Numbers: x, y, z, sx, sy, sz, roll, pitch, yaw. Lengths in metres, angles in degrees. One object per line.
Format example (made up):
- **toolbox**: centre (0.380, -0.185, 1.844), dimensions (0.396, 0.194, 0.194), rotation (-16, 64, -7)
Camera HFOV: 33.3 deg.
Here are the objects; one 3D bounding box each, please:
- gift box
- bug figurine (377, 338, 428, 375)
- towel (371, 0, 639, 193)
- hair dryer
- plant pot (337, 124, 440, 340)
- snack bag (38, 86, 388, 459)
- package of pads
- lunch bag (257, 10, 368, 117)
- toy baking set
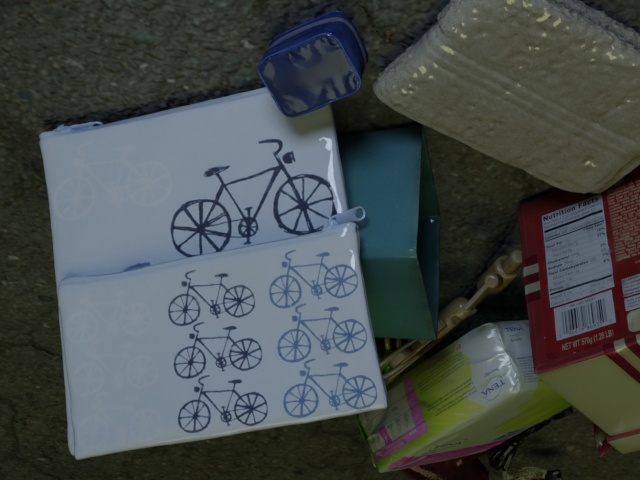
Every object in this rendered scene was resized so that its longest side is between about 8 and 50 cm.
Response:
- **gift box**: centre (0.366, 0.091, 1.146), dimensions (0.255, 0.276, 0.258), rotation (-19, 141, 34)
- **bug figurine**: centre (0.023, 0.131, 1.379), dimensions (0.216, 0.072, 0.279), rotation (-7, 142, 13)
- **towel**: centre (0.215, -0.146, 1.014), dimensions (0.282, 0.049, 0.187), rotation (22, 138, -24)
- **hair dryer**: centre (0.233, 0.312, 1.639), dimensions (0.293, 0.080, 0.223), rotation (-7, 127, 3)
- **plant pot**: centre (0.000, 0.000, 1.129), dimensions (0.234, 0.165, 0.165), rotation (-3, 144, 12)
- **snack bag**: centre (-0.113, 0.019, 1.031), dimensions (0.323, 0.342, 0.037), rotation (-11, 168, 13)
- **package of pads**: centre (0.210, 0.195, 1.377), dimensions (0.229, 0.101, 0.296), rotation (0, 150, -39)
- **lunch bag**: centre (-0.008, -0.162, 0.984), dimensions (0.098, 0.065, 0.067), rotation (-18, 117, 24)
- **toy baking set**: centre (0.143, 0.093, 1.256), dimensions (0.197, 0.030, 0.256), rotation (-35, 169, -14)
